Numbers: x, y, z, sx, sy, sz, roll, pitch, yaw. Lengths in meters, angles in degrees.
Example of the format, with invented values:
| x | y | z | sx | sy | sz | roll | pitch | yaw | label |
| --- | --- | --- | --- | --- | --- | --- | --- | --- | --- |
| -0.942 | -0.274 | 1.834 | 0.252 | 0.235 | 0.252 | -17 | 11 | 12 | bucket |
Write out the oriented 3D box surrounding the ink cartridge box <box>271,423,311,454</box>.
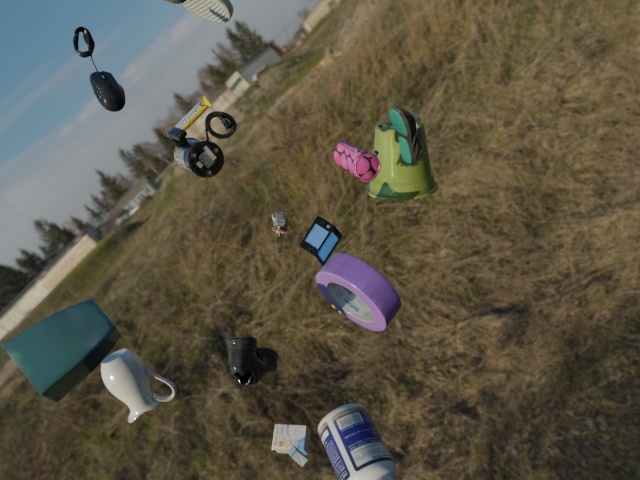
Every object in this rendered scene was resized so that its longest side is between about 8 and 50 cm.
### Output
| x | y | z | sx | sy | sz | roll | pitch | yaw | label |
| --- | --- | --- | --- | --- | --- | --- | --- | --- | --- |
| -0.118 | 0.759 | 2.219 | 0.143 | 0.090 | 0.092 | -1 | 58 | 11 | ink cartridge box |

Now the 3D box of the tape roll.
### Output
| x | y | z | sx | sy | sz | roll | pitch | yaw | label |
| --- | --- | --- | --- | --- | --- | --- | --- | --- | --- |
| 0.119 | 0.166 | 1.851 | 0.090 | 0.275 | 0.275 | -49 | 15 | -21 | tape roll |

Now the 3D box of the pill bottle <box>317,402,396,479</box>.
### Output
| x | y | z | sx | sy | sz | roll | pitch | yaw | label |
| --- | --- | --- | --- | --- | --- | --- | --- | --- | --- |
| 0.107 | 0.582 | 1.541 | 0.153 | 0.153 | 0.264 | -42 | 48 | 14 | pill bottle |

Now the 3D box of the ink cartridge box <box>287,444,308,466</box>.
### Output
| x | y | z | sx | sy | sz | roll | pitch | yaw | label |
| --- | --- | --- | --- | --- | --- | --- | --- | --- | --- |
| -0.073 | 0.669 | 1.817 | 0.028 | 0.048 | 0.083 | -48 | 9 | -12 | ink cartridge box |

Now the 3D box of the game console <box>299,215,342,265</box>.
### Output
| x | y | z | sx | sy | sz | roll | pitch | yaw | label |
| --- | --- | --- | --- | --- | --- | --- | --- | --- | --- |
| 0.000 | 0.000 | 1.885 | 0.122 | 0.107 | 0.071 | -57 | -2 | 12 | game console |

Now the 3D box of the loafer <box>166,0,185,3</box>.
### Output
| x | y | z | sx | sy | sz | roll | pitch | yaw | label |
| --- | --- | --- | --- | --- | --- | --- | --- | --- | --- |
| -0.427 | -0.676 | 1.454 | 0.096 | 0.267 | 0.084 | -52 | -7 | 0 | loafer |

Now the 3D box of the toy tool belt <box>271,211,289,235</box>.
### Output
| x | y | z | sx | sy | sz | roll | pitch | yaw | label |
| --- | --- | --- | --- | --- | --- | --- | --- | --- | --- |
| -0.114 | -0.040 | 1.677 | 0.051 | 0.052 | 0.083 | 95 | 163 | -47 | toy tool belt |

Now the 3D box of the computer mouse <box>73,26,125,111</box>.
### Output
| x | y | z | sx | sy | sz | roll | pitch | yaw | label |
| --- | --- | --- | --- | --- | --- | --- | --- | --- | --- |
| -0.544 | -0.425 | 1.427 | 0.071 | 0.242 | 0.041 | -23 | -7 | -35 | computer mouse |

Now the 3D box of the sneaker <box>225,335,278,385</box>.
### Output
| x | y | z | sx | sy | sz | roll | pitch | yaw | label |
| --- | --- | --- | --- | --- | --- | --- | --- | --- | --- |
| -0.209 | 0.377 | 1.749 | 0.109 | 0.286 | 0.130 | -9 | 65 | 17 | sneaker |

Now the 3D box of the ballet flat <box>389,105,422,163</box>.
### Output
| x | y | z | sx | sy | sz | roll | pitch | yaw | label |
| --- | --- | --- | --- | --- | --- | --- | --- | --- | --- |
| 0.228 | -0.286 | 1.502 | 0.074 | 0.203 | 0.074 | -10 | 53 | 14 | ballet flat |

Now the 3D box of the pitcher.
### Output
| x | y | z | sx | sy | sz | roll | pitch | yaw | label |
| --- | --- | --- | --- | --- | --- | --- | --- | --- | --- |
| -0.554 | 0.426 | 1.772 | 0.178 | 0.207 | 0.125 | -25 | 14 | -3 | pitcher |

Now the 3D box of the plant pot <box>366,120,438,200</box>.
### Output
| x | y | z | sx | sy | sz | roll | pitch | yaw | label |
| --- | --- | --- | --- | --- | --- | --- | --- | --- | --- |
| 0.304 | -0.314 | 2.190 | 0.276 | 0.253 | 0.276 | -4 | 22 | 2 | plant pot |

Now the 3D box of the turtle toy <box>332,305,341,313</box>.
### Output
| x | y | z | sx | sy | sz | roll | pitch | yaw | label |
| --- | --- | --- | --- | --- | --- | --- | --- | --- | --- |
| 0.091 | 0.243 | 2.273 | 0.066 | 0.095 | 0.130 | -35 | 54 | 21 | turtle toy |

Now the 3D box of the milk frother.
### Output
| x | y | z | sx | sy | sz | roll | pitch | yaw | label |
| --- | --- | --- | --- | --- | --- | --- | --- | --- | --- |
| -0.270 | -0.229 | 1.365 | 0.143 | 0.129 | 0.135 | -30 | 25 | -19 | milk frother |

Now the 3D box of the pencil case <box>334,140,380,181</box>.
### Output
| x | y | z | sx | sy | sz | roll | pitch | yaw | label |
| --- | --- | --- | --- | --- | --- | --- | --- | --- | --- |
| 0.107 | -0.251 | 1.789 | 0.095 | 0.098 | 0.209 | -50 | 27 | 1 | pencil case |

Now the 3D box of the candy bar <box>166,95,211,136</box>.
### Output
| x | y | z | sx | sy | sz | roll | pitch | yaw | label |
| --- | --- | --- | --- | --- | --- | --- | --- | --- | --- |
| -0.381 | -0.350 | 1.679 | 0.161 | 0.040 | 0.018 | -42 | -21 | 4 | candy bar |

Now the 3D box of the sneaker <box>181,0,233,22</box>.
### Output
| x | y | z | sx | sy | sz | roll | pitch | yaw | label |
| --- | --- | --- | --- | --- | --- | --- | --- | --- | --- |
| -0.394 | -0.798 | 1.730 | 0.150 | 0.366 | 0.135 | -56 | 1 | -19 | sneaker |

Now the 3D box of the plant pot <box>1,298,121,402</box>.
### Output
| x | y | z | sx | sy | sz | roll | pitch | yaw | label |
| --- | --- | --- | --- | --- | --- | --- | --- | --- | --- |
| -0.661 | 0.275 | 1.532 | 0.234 | 0.166 | 0.165 | -40 | -10 | -22 | plant pot |
